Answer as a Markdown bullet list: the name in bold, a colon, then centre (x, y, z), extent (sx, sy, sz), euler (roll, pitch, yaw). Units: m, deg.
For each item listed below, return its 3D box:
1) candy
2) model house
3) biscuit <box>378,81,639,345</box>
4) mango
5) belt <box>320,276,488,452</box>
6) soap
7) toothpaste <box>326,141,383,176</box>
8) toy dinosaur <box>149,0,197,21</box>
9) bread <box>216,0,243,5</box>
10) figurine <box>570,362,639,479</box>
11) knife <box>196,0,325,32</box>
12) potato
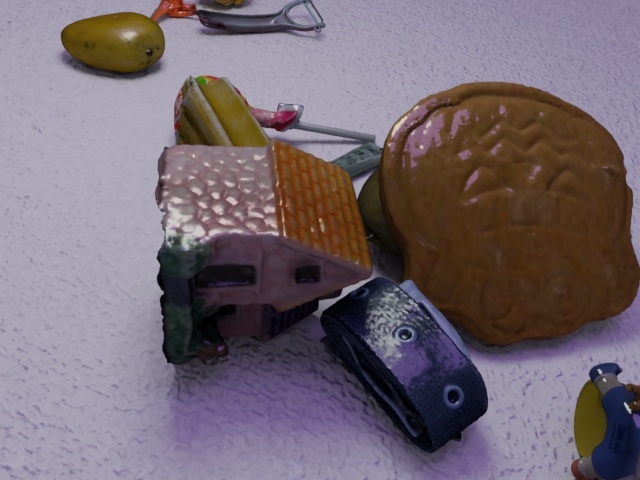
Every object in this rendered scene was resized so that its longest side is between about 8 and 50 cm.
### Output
- **candy**: centre (-0.071, -0.202, 1.291), extent (0.365, 0.124, 0.124), euler (7, 39, -20)
- **model house**: centre (-0.069, 0.027, 0.886), extent (0.237, 0.237, 0.202), euler (-2, 37, -9)
- **biscuit**: centre (0.268, -0.042, 1.024), extent (0.385, 0.062, 0.365), euler (-3, 82, -17)
- **mango**: centre (-0.395, -0.379, 1.418), extent (0.195, 0.098, 0.137), euler (4, 42, 3)
- **belt**: centre (0.108, 0.135, 0.888), extent (0.128, 0.122, 0.218), euler (-29, 57, -21)
- **soap**: centre (-0.133, -0.103, 1.084), extent (0.089, 0.173, 0.274), euler (-7, 43, -26)
- **toothpaste**: centre (0.041, -0.125, 1.259), extent (0.064, 0.041, 0.218), euler (30, 39, 30)
- **toy dinosaur**: centre (-0.316, -0.514, 1.629), extent (0.101, 0.055, 0.279), euler (-2, 42, -1)
- **bread**: centre (-0.216, -0.599, 1.712), extent (0.122, 0.073, 0.149), euler (25, 32, -12)
- **figurine**: centre (0.430, 0.229, 0.842), extent (0.275, 0.161, 0.158), euler (14, 3, 0)
- **knife**: centre (-0.133, -0.477, 1.623), extent (0.278, 0.053, 0.123), euler (-10, 48, -22)
- **potato**: centre (0.154, -0.058, 1.110), extent (0.251, 0.159, 0.174), euler (-29, 9, -29)
